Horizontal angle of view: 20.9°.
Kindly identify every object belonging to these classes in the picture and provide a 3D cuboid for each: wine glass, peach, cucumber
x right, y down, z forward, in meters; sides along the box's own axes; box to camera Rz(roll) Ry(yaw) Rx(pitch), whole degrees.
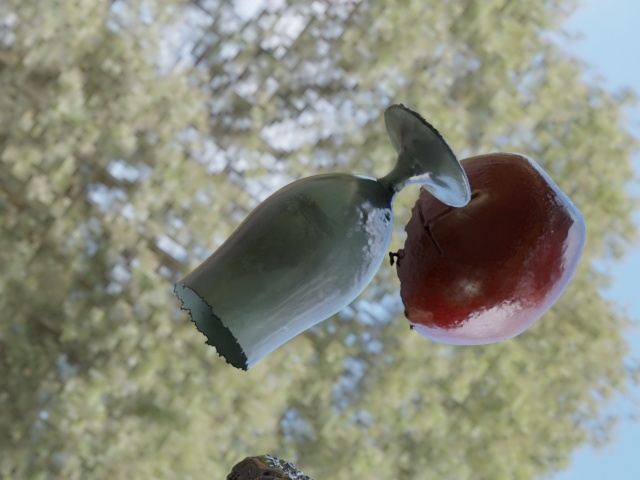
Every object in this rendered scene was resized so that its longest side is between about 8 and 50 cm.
[{"bbox_3d":[0.000,0.000,1.182,0.202,0.093,0.093,-37,-163,-16],"label":"wine glass"},{"bbox_3d":[0.176,0.012,1.915,0.226,0.196,0.190,-42,175,5],"label":"peach"},{"bbox_3d":[-0.008,0.224,1.375,0.072,0.072,0.300,-56,-164,-8],"label":"cucumber"}]
